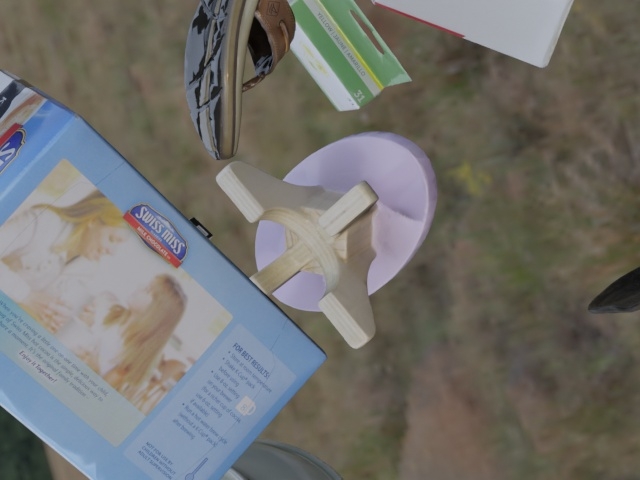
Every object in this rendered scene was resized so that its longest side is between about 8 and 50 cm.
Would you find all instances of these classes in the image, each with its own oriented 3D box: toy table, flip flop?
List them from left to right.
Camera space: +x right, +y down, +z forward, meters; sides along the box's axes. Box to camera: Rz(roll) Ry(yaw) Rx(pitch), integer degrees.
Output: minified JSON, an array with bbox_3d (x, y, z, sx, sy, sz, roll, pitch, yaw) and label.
[{"bbox_3d":[-0.059,-0.202,1.592,0.112,0.080,0.277,-149,68,-65],"label":"flip flop"},{"bbox_3d":[0.000,0.000,2.120,0.252,0.161,0.274,41,121,10],"label":"toy table"}]

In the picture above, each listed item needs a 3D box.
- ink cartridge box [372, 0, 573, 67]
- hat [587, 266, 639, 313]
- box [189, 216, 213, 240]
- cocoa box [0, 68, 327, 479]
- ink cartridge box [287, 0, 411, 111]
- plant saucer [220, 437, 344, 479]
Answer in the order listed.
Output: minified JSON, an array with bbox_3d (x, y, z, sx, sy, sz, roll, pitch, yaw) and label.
[{"bbox_3d":[0.193,-0.338,1.939,0.114,0.197,0.273,108,-176,-50],"label":"ink cartridge box"},{"bbox_3d":[0.391,-0.024,1.639,0.331,0.331,0.134,-158,59,-77],"label":"hat"},{"bbox_3d":[-0.219,0.055,2.192,0.036,0.207,0.114,44,127,6],"label":"box"},{"bbox_3d":[-0.212,0.054,1.651,0.347,0.231,0.228,45,173,-29],"label":"cocoa box"},{"bbox_3d":[0.022,-0.257,2.453,0.171,0.056,0.235,52,171,-10],"label":"ink cartridge box"},{"bbox_3d":[-0.150,0.338,1.928,0.400,0.400,0.100,-119,4,-52],"label":"plant saucer"}]
